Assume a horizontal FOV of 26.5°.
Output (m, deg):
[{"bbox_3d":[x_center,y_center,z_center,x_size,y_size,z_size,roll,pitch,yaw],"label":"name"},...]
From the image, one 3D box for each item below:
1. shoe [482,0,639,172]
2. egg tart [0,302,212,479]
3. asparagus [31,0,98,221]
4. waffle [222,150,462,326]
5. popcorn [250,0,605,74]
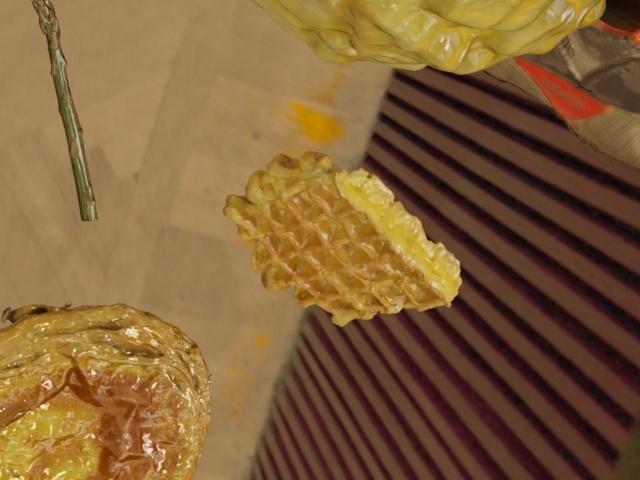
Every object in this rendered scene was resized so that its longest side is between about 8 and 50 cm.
[{"bbox_3d":[0.171,-0.195,0.941,0.132,0.336,0.171,-25,137,-18],"label":"shoe"},{"bbox_3d":[-0.110,0.074,0.589,0.130,0.052,0.130,-10,122,-15],"label":"egg tart"},{"bbox_3d":[-0.162,-0.088,0.868,0.016,0.016,0.163,4,116,25],"label":"asparagus"},{"bbox_3d":[0.000,0.001,1.418,0.229,0.219,0.057,44,51,-27],"label":"waffle"},{"bbox_3d":[0.052,-0.214,0.660,0.237,0.293,0.293,28,99,25],"label":"popcorn"}]
